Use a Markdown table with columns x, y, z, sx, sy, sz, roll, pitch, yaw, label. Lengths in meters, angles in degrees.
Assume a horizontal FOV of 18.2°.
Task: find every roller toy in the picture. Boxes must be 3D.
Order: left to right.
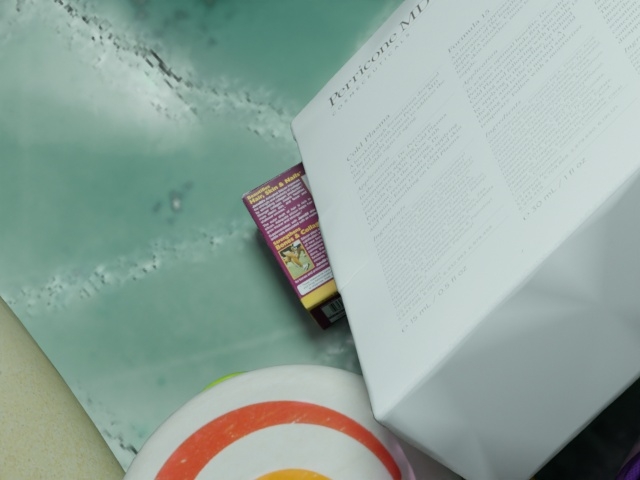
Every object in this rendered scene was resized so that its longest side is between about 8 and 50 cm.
| x | y | z | sx | sy | sz | roll | pitch | yaw | label |
| --- | --- | --- | --- | --- | --- | --- | --- | --- | --- |
| -0.005 | 0.166 | 1.031 | 0.209 | 0.146 | 0.191 | 14 | 75 | 19 | roller toy |

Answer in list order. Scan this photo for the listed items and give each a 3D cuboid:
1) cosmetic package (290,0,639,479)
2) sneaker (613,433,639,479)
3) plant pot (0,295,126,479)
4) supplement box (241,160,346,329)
| x | y | z | sx | sy | sz | roll | pitch | yaw | label |
| --- | --- | --- | --- | --- | --- | --- | --- | --- | --- |
| 0.157 | -0.098 | 0.978 | 0.377 | 0.097 | 0.284 | -46 | 31 | 19 | cosmetic package |
| 0.200 | 0.110 | 1.021 | 0.095 | 0.104 | 0.236 | 21 | 75 | 22 | sneaker |
| -0.244 | 0.110 | 1.084 | 0.274 | 0.256 | 0.256 | 37 | 82 | 8 | plant pot |
| 0.000 | 0.000 | 1.149 | 0.055 | 0.043 | 0.083 | -30 | 66 | 3 | supplement box |
